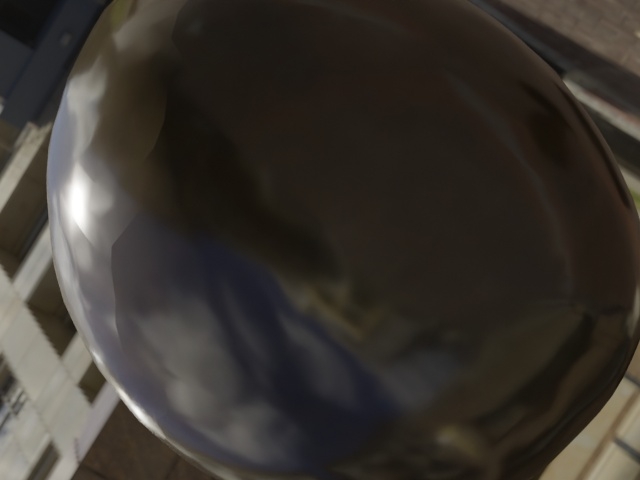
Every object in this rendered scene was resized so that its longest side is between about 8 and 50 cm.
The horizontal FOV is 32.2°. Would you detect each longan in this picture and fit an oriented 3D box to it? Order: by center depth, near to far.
[{"bbox_3d":[0.000,0.000,0.523,0.300,0.243,0.300,30,143,25],"label":"longan"}]
